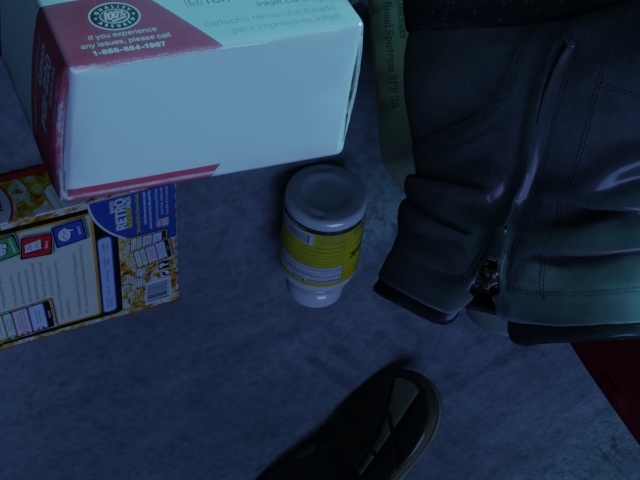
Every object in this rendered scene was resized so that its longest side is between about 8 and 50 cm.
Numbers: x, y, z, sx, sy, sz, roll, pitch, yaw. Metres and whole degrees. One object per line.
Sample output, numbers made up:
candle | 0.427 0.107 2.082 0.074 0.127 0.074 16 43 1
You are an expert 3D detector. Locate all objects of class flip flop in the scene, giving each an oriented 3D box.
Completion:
flip flop | 0.030 0.233 1.460 0.277 0.112 0.080 -50 154 22

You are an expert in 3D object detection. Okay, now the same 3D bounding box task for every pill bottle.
pill bottle | 0.000 0.000 1.155 0.065 0.065 0.116 -14 144 -18

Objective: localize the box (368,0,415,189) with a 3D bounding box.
box | 0.199 -0.121 0.972 0.311 0.148 0.121 -16 149 19

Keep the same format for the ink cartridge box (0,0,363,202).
ink cartridge box | -0.093 -0.136 0.782 0.158 0.218 0.092 -11 137 -21

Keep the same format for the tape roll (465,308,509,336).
tape roll | 0.279 -0.033 1.070 0.392 0.072 0.392 -18 -170 3

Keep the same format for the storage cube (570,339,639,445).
storage cube | 0.352 0.059 1.343 0.183 0.215 0.193 -17 138 -13

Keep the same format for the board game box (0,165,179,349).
board game box | -0.200 0.011 1.055 0.193 0.045 0.147 -15 144 -16

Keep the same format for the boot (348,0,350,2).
boot | 0.086 -0.242 0.883 0.220 0.109 0.283 -9 135 -31

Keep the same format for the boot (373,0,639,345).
boot | 0.195 -0.048 0.833 0.338 0.223 0.118 1 177 33
